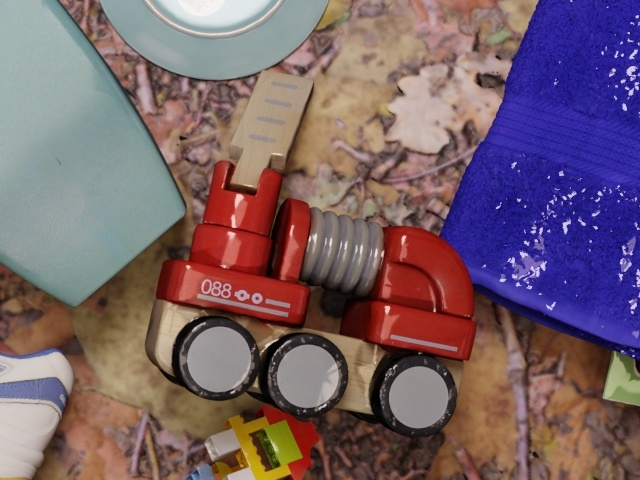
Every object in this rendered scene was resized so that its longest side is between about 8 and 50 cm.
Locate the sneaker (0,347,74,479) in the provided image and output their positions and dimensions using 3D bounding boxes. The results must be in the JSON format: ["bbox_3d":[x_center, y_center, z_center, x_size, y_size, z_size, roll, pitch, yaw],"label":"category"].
[{"bbox_3d":[-0.323,0.073,1.073,0.296,0.112,0.131,30,72,-3],"label":"sneaker"}]

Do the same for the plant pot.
[{"bbox_3d":[-0.210,-0.075,1.040,0.165,0.166,0.234,-40,97,-2],"label":"plant pot"}]

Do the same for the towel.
[{"bbox_3d":[0.226,-0.079,1.050,0.228,0.076,0.308,22,88,27],"label":"towel"}]

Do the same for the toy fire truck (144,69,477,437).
[{"bbox_3d":[0.000,0.000,1.047,0.217,0.158,0.246,12,87,-13],"label":"toy fire truck"}]

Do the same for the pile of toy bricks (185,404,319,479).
[{"bbox_3d":[-0.011,0.231,1.081,0.105,0.118,0.212,-16,73,-29],"label":"pile of toy bricks"}]

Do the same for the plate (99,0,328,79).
[{"bbox_3d":[-0.081,-0.216,1.108,0.188,0.024,0.188,0,90,-3],"label":"plate"}]

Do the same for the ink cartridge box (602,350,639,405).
[{"bbox_3d":[0.318,0.089,1.100,0.209,0.062,0.108,13,89,-2],"label":"ink cartridge box"}]
